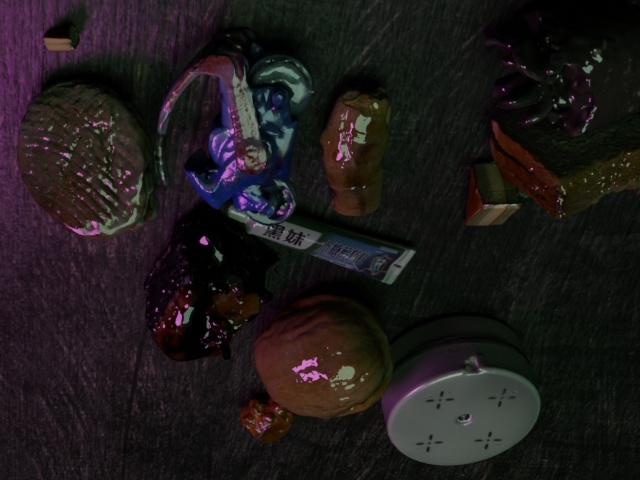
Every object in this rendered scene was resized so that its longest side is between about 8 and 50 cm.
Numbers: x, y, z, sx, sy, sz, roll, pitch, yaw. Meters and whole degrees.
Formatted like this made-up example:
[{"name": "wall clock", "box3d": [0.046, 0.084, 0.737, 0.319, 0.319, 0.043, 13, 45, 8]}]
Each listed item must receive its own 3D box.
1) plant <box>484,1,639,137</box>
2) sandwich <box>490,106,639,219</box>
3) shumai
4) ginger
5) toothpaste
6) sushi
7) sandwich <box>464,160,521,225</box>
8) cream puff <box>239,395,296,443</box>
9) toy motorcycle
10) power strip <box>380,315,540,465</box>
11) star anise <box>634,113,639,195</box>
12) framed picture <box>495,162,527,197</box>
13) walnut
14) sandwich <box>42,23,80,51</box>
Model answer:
[{"name": "plant", "box3d": [0.405, -0.272, 1.560, 0.276, 0.199, 0.188, -9, 128, -10]}, {"name": "sandwich", "box3d": [0.449, -0.160, 1.637, 0.288, 0.254, 0.100, -18, 123, -10]}, {"name": "shumai", "box3d": [-0.374, -0.136, 1.626, 0.222, 0.204, 0.272, -3, 101, 4]}, {"name": "ginger", "box3d": [0.059, -0.153, 1.676, 0.109, 0.116, 0.263, 27, 141, 23]}, {"name": "toothpaste", "box3d": [0.000, 0.000, 1.828, 0.392, 0.061, 0.099, 18, 124, -25]}, {"name": "sushi", "box3d": [-0.217, 0.108, 1.791, 0.227, 0.212, 0.215, -36, 127, 23]}, {"name": "sandwich", "box3d": [0.314, -0.049, 1.788, 0.079, 0.113, 0.163, -2, 137, -1]}, {"name": "cream puff", "box3d": [-0.119, 0.387, 2.137, 0.122, 0.094, 0.116, -15, 140, -27]}, {"name": "toy motorcycle", "box3d": [-0.141, -0.183, 1.592, 0.241, 0.182, 0.319, 21, 121, 19]}, {"name": "power strip", "box3d": [0.292, 0.334, 2.101, 0.357, 0.161, 0.357, -4, 133, -5]}, {"name": "star anise", "box3d": [0.628, -0.202, 1.728, 0.288, 0.088, 0.288, -12, 131, -14]}, {"name": "framed picture", "box3d": [0.391, -0.151, 1.787, 0.109, 0.011, 0.149, 27, 122, -28]}, {"name": "walnut", "box3d": [0.010, 0.235, 1.927, 0.282, 0.227, 0.283, 5, 106, 18]}, {"name": "sandwich", "box3d": [-0.396, -0.315, 1.507, 0.083, 0.044, 0.031, 12, 142, 41]}]
